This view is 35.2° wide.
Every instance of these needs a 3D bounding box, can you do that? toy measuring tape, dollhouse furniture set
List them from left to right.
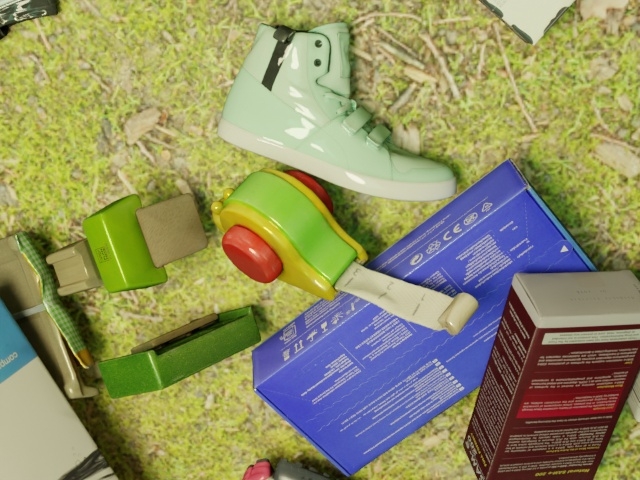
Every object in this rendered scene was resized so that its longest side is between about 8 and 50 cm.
[{"bbox_3d":[-0.248,0.067,1.118,0.302,0.151,0.197,-16,95,39],"label":"dollhouse furniture set"},{"bbox_3d":[0.000,0.000,0.982,0.330,0.121,0.121,20,109,42],"label":"toy measuring tape"}]

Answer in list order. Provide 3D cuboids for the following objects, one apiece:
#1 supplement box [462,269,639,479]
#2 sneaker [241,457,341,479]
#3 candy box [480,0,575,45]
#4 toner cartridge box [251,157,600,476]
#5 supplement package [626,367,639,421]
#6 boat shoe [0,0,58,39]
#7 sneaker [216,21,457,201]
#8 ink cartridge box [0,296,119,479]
[{"bbox_3d":[0.237,0.145,1.019,0.130,0.073,0.239,-1,125,-15],"label":"supplement box"},{"bbox_3d":[0.045,0.343,1.106,0.299,0.112,0.120,16,140,2],"label":"sneaker"},{"bbox_3d":[0.188,-0.314,0.976,0.196,0.070,0.165,40,104,-4],"label":"candy box"},{"bbox_3d":[0.110,0.087,1.054,0.348,0.075,0.165,-37,116,13],"label":"toner cartridge box"},{"bbox_3d":[0.424,0.085,1.002,0.194,0.149,0.203,13,105,3],"label":"supplement package"},{"bbox_3d":[-0.345,-0.232,1.069,0.142,0.049,0.040,-22,100,9],"label":"boat shoe"},{"bbox_3d":[0.034,-0.136,1.023,0.256,0.094,0.151,19,105,2],"label":"sneaker"},{"bbox_3d":[-0.377,0.286,1.088,0.286,0.166,0.394,-25,100,36],"label":"ink cartridge box"}]
